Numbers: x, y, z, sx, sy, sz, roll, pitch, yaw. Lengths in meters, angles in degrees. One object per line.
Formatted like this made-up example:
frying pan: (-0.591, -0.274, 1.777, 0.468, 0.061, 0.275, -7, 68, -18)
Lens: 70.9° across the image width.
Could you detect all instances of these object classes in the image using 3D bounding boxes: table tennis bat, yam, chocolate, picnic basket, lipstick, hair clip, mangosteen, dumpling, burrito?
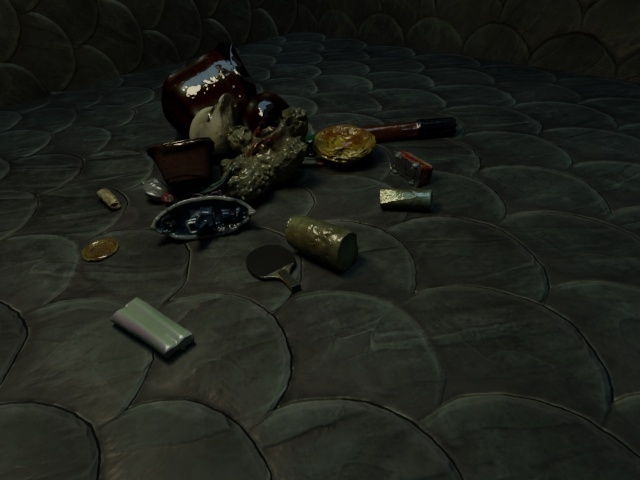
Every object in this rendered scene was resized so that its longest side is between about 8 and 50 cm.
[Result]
table tennis bat: (-0.120, 0.073, 1.211, 0.130, 0.019, 0.220, -24, 39, -23)
yam: (0.268, -0.131, 1.405, 0.169, 0.069, 0.068, 3, 36, 10)
chocolate: (-0.492, -0.596, 1.891, 0.331, 0.384, 0.383, -26, 41, -26)
yam: (0.000, 0.000, 1.223, 0.194, 0.108, 0.107, 21, 43, 33)
picnic basket: (-0.461, -0.257, 1.532, 0.222, 0.129, 0.297, -11, 6, -11)
lipstick: (0.345, -0.448, 1.830, 0.417, 0.077, 0.077, -6, 36, 0)
hair clip: (-0.338, -0.185, 1.456, 0.229, 0.070, 0.039, -22, 49, 38)
mangosteen: (-0.244, -0.457, 1.803, 0.288, 0.232, 0.231, -15, 32, 20)
dumpling: (-0.390, -0.431, 1.745, 0.243, 0.175, 0.227, -25, 11, 29)
burrito: (-0.740, -0.149, 1.564, 0.149, 0.055, 0.041, 33, 81, 38)

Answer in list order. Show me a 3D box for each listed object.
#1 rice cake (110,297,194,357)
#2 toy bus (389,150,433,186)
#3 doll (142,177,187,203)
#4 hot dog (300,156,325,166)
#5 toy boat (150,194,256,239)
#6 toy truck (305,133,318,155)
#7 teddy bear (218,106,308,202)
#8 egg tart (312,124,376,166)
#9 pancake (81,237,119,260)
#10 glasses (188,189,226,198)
rice cake: (-0.394, 0.202, 1.044, 0.221, 0.042, 0.080, 21, 42, 30)
toy bus: (0.317, -0.257, 1.573, 0.077, 0.079, 0.174, -11, 35, -24)
doll: (-0.544, -0.165, 1.547, 0.180, 0.079, 0.094, 23, 28, 15)
hot dog: (-0.050, -0.297, 1.707, 0.136, 0.028, 0.044, -1, 62, 10)
toy boat: (-0.345, -0.065, 1.333, 0.308, 0.129, 0.142, -9, 25, -8)
toy truck: (-0.014, -0.383, 1.791, 0.147, 0.065, 0.079, -18, 34, -15)
teddy bear: (-0.217, -0.272, 1.546, 0.356, 0.225, 0.368, -7, 32, 31)
egg tart: (0.090, -0.351, 1.689, 0.240, 0.106, 0.241, -1, 42, 1)
pancake: (-0.659, 0.027, 1.342, 0.114, 0.011, 0.115, -4, 34, 3)
glasses: (-0.382, -0.107, 1.447, 0.139, 0.063, 0.104, -2, 37, 18)
